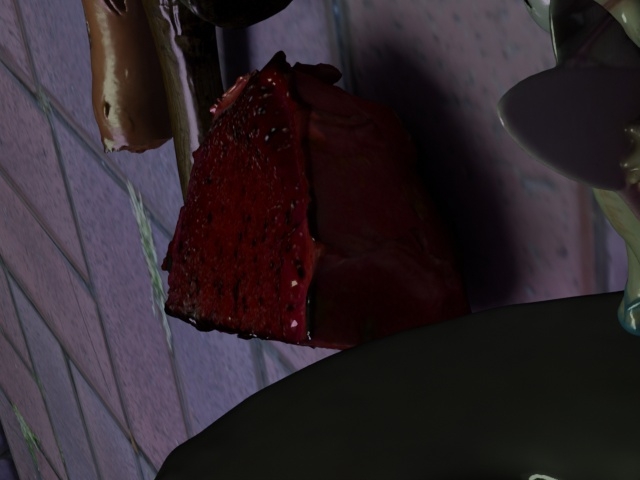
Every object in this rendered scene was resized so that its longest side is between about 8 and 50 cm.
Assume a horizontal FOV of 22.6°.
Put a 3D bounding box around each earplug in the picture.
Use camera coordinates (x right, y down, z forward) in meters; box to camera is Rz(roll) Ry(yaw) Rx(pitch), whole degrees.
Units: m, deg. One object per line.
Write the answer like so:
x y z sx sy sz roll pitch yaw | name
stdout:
0.115 0.258 0.676 0.313 0.313 0.394 31 143 59 | earplug

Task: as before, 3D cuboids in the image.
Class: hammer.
-0.093 -0.121 1.102 0.242 0.095 0.408 50 157 38 | hammer

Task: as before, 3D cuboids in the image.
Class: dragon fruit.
0.000 0.000 0.923 0.189 0.163 0.262 37 165 -20 | dragon fruit

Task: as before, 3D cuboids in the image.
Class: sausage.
-0.160 -0.205 1.199 0.078 0.078 0.304 36 141 55 | sausage

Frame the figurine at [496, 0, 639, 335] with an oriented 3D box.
0.124 -0.079 0.601 0.205 0.103 0.260 -75 -26 -59 | figurine
